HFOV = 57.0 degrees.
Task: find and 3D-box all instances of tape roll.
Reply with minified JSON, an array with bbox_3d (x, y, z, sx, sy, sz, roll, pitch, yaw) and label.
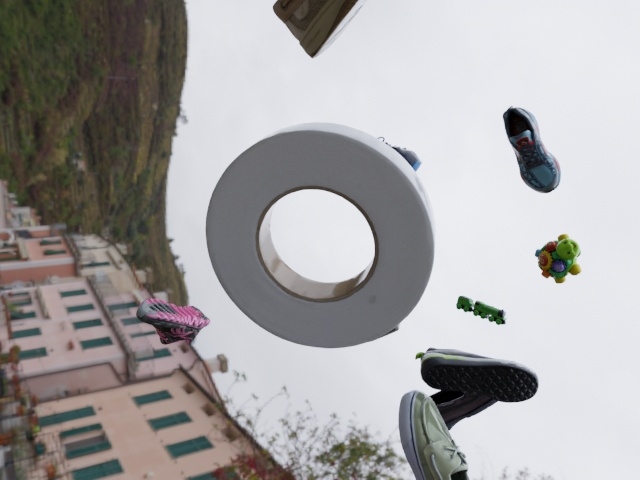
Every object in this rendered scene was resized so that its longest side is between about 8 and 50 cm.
[{"bbox_3d":[0.000,0.000,0.991,0.072,0.392,0.392,-62,163,-65],"label":"tape roll"}]

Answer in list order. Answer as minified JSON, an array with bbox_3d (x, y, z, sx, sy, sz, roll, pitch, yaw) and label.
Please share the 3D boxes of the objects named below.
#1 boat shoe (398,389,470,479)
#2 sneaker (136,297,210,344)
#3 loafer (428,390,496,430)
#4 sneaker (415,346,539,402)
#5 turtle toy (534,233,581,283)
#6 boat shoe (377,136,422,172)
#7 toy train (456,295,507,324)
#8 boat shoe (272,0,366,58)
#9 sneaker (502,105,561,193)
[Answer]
[{"bbox_3d":[0.227,0.416,1.075,0.094,0.109,0.302,-33,-122,35],"label":"boat shoe"},{"bbox_3d":[-0.194,0.111,0.758,0.047,0.119,0.057,40,-83,32],"label":"sneaker"},{"bbox_3d":[0.341,0.375,1.426,0.302,0.109,0.095,-38,-95,17],"label":"loafer"},{"bbox_3d":[0.305,0.245,1.151,0.097,0.235,0.084,-72,172,-69],"label":"sneaker"},{"bbox_3d":[0.504,0.034,1.247,0.130,0.066,0.095,125,-43,-59],"label":"turtle toy"},{"bbox_3d":[0.166,-0.217,1.497,0.109,0.089,0.258,-56,-157,-12],"label":"boat shoe"},{"bbox_3d":[0.239,0.103,0.875,0.083,0.017,0.023,19,-80,41],"label":"toy train"},{"bbox_3d":[0.043,-0.379,0.750,0.110,0.121,0.341,44,-43,-5],"label":"boat shoe"},{"bbox_3d":[0.552,-0.244,1.585,0.104,0.125,0.261,-31,-114,30],"label":"sneaker"}]
